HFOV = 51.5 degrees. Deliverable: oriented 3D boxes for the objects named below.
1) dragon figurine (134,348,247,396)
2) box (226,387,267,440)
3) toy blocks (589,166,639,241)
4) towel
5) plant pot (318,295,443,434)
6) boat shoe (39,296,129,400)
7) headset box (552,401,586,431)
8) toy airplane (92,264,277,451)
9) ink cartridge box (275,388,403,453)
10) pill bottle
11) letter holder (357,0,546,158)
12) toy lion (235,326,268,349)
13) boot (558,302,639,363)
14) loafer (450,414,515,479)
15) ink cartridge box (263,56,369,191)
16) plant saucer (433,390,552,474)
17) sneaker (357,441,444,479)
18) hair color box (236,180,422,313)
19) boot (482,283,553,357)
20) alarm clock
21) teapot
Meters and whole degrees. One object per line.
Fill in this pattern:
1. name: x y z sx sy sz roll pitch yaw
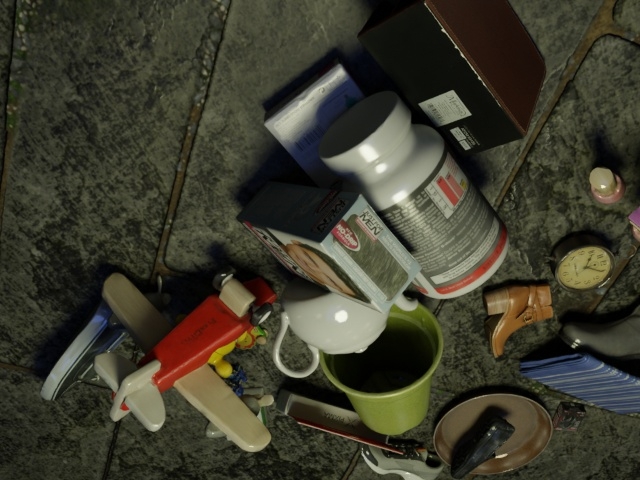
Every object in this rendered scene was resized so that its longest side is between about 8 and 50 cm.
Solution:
1. dragon figurine: -0.303 0.304 1.605 0.144 0.085 0.289 -33 118 19
2. box: -0.193 0.443 1.694 0.102 0.087 0.101 -4 123 2
3. toy blocks: 0.720 -0.087 1.262 0.288 0.309 0.260 -45 155 17
4. towel: 0.678 0.343 1.590 0.336 0.040 0.243 23 156 -15
5. plant pot: 0.151 0.307 1.526 0.276 0.276 0.254 -9 134 6
6. boat shoe: -0.546 0.279 1.567 0.119 0.121 0.335 35 115 -16
7. headset box: 0.652 0.467 1.744 0.062 0.032 0.083 7 121 -5
8. toy airplane: -0.287 0.253 1.411 0.384 0.386 0.272 4 150 -10
9. ink cartridge box: 0.046 0.436 1.617 0.275 0.239 0.060 20 78 -13
10. pill bottle: 0.171 -0.080 1.215 0.210 0.210 0.363 -32 118 19
11. letter holder: 0.246 -0.336 1.172 0.152 0.214 0.302 -15 129 48
12. toy lion: -0.180 0.218 1.586 0.096 0.034 0.100 -12 122 16
13. boot: 0.731 0.169 1.522 0.338 0.118 0.223 9 116 -13
14. loafer: 0.415 0.544 1.710 0.078 0.076 0.223 28 115 -8
15. ink cartridge box: 0.057 -0.180 1.306 0.185 0.065 0.311 -34 115 18
16. plant saucer: 0.452 0.502 1.757 0.310 0.050 0.311 0 124 0
17. sneaker: 0.215 0.578 1.783 0.271 0.100 0.108 27 115 -23
18. hair color box: 0.000 0.000 1.245 0.113 0.374 0.185 -49 116 -13
19. boot: 0.462 0.187 1.542 0.152 0.073 0.197 -11 125 2
20. alarm clock: 0.591 0.044 1.451 0.192 0.064 0.129 -15 122 12
21. teapot: 0.045 0.156 1.397 0.256 0.252 0.187 -15 107 26
